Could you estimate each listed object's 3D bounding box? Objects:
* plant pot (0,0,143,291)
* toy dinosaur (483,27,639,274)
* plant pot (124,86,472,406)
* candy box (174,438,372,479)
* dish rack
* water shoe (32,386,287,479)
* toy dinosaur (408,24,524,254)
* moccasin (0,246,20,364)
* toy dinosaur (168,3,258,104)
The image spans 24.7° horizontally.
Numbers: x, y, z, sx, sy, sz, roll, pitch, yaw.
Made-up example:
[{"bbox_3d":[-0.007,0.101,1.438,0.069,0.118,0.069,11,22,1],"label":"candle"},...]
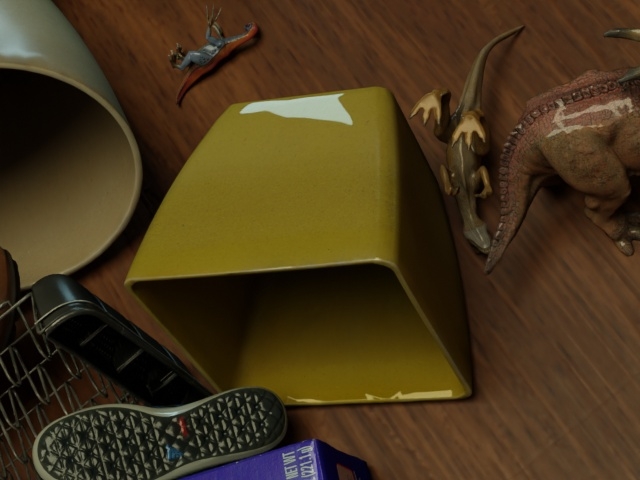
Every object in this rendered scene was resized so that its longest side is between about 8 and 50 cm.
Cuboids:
[{"bbox_3d":[-0.307,-0.137,1.323,0.256,0.256,0.274,-29,45,11],"label":"plant pot"},{"bbox_3d":[0.225,-0.093,1.084,0.296,0.200,0.127,-27,62,12],"label":"toy dinosaur"},{"bbox_3d":[0.000,0.000,1.154,0.212,0.212,0.187,-5,55,22],"label":"plant pot"},{"bbox_3d":[-0.101,0.324,1.106,0.317,0.122,0.268,-20,64,16],"label":"candy box"},{"bbox_3d":[-0.246,0.155,1.192,0.271,0.208,0.074,-39,48,6],"label":"dish rack"},{"bbox_3d":[-0.126,0.169,1.170,0.203,0.080,0.073,-7,70,-8],"label":"water shoe"},{"bbox_3d":[0.118,-0.096,1.194,0.064,0.112,0.211,3,79,20],"label":"toy dinosaur"},{"bbox_3d":[-0.405,0.100,1.256,0.380,0.147,0.139,-22,59,33],"label":"moccasin"},{"bbox_3d":[-0.096,-0.176,1.358,0.082,0.047,0.090,-2,102,13],"label":"toy dinosaur"}]
